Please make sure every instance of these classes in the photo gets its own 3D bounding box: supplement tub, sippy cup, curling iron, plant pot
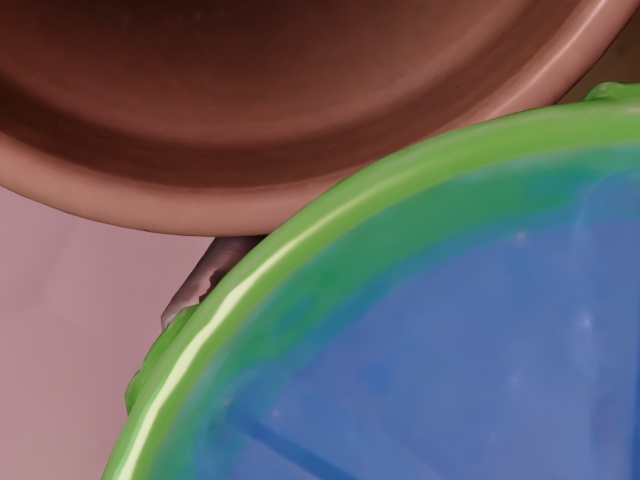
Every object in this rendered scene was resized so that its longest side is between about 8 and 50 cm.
[{"bbox_3d":[-0.220,-0.028,0.733,0.331,0.241,0.241,24,115,42],"label":"supplement tub"},{"bbox_3d":[0.076,0.089,0.413,0.305,0.224,0.240,8,89,7],"label":"sippy cup"},{"bbox_3d":[0.000,0.000,0.510,0.035,0.274,0.068,-31,90,13],"label":"curling iron"},{"bbox_3d":[-0.030,-0.158,0.484,0.229,0.263,0.263,-100,14,-73],"label":"plant pot"}]
